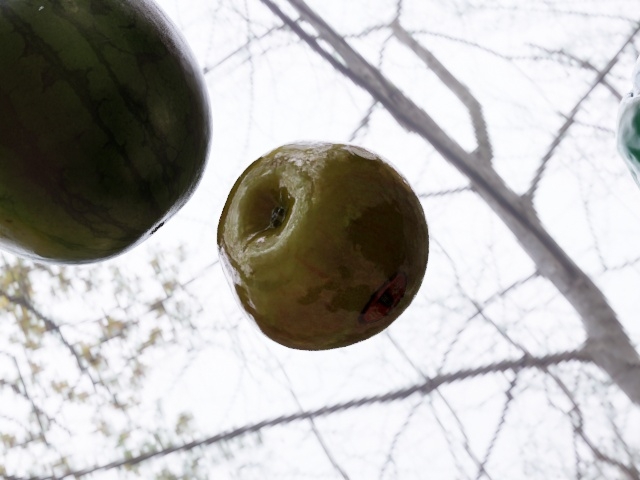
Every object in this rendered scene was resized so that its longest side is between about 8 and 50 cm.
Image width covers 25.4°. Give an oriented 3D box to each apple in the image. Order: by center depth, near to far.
[{"bbox_3d":[0.000,0.000,0.534,0.084,0.084,0.071,-42,-36,7],"label":"apple"}]

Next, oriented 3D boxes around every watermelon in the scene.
[{"bbox_3d":[-0.136,-0.075,0.654,0.140,0.141,0.187,-41,-84,6],"label":"watermelon"}]

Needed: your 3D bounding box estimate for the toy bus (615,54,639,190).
[{"bbox_3d":[0.237,-0.086,0.411,0.183,0.199,0.343,-39,-11,-28],"label":"toy bus"}]
